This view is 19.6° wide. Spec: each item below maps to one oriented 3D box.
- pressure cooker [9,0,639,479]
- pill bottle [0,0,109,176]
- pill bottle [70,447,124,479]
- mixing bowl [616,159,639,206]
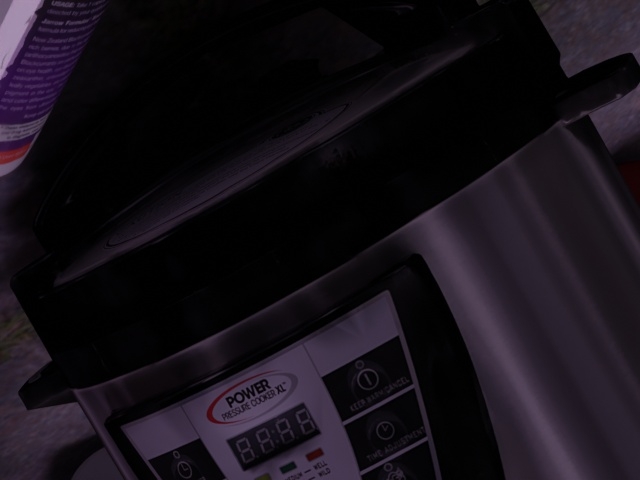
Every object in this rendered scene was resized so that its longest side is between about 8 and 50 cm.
[{"bbox_3d":[0.029,0.058,1.149,0.370,0.420,0.375,-32,-174,-25],"label":"pressure cooker"},{"bbox_3d":[-0.161,-0.133,0.937,0.108,0.108,0.193,-5,138,-46],"label":"pill bottle"},{"bbox_3d":[-0.167,0.301,1.530,0.161,0.161,0.283,-19,147,-33],"label":"pill bottle"},{"bbox_3d":[0.277,-0.006,1.664,0.181,0.098,0.181,-29,152,-17],"label":"mixing bowl"}]
